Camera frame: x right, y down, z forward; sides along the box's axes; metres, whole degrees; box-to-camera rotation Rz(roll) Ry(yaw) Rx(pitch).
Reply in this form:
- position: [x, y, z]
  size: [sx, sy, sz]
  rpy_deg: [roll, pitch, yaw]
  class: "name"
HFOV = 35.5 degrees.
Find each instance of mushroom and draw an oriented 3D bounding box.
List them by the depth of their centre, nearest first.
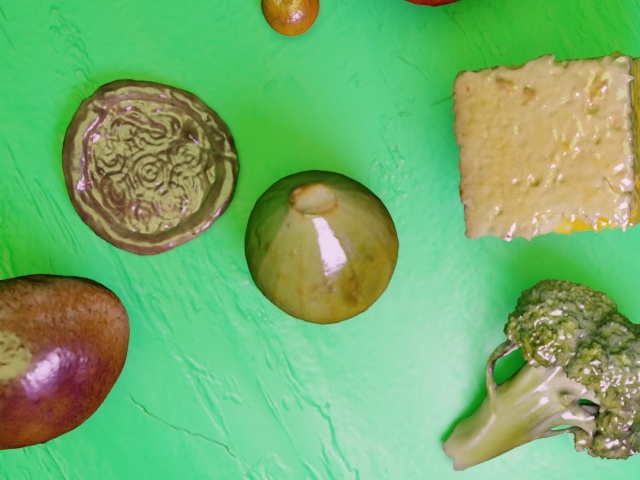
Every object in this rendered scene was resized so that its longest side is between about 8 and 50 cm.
- position: [-0.365, 0.157, 1.278]
  size: [0.195, 0.283, 0.263]
  rpy_deg: [39, 105, 14]
  class: "mushroom"

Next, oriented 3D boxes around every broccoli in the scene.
- position: [0.340, 0.194, 1.368]
  size: [0.254, 0.186, 0.302]
  rpy_deg: [18, 135, -5]
  class: "broccoli"

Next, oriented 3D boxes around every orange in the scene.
- position: [-0.041, -0.321, 1.367]
  size: [0.083, 0.070, 0.083]
  rpy_deg: [-1, 87, 10]
  class: "orange"

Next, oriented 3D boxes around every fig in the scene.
- position: [-0.003, 0.010, 1.301]
  size: [0.207, 0.230, 0.207]
  rpy_deg: [1, 94, 8]
  class: "fig"

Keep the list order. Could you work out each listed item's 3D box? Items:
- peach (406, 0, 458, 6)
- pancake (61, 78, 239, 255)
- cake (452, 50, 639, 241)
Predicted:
- position: [0.177, -0.473, 1.235]
  size: [0.372, 0.290, 0.373]
  rpy_deg: [-14, 136, -13]
  class: "peach"
- position: [-0.240, -0.100, 1.393]
  size: [0.250, 0.031, 0.250]
  rpy_deg: [0, 93, -2]
  class: "pancake"
- position: [0.324, -0.120, 1.297]
  size: [0.222, 0.286, 0.227]
  rpy_deg: [-1, 96, 29]
  class: "cake"
